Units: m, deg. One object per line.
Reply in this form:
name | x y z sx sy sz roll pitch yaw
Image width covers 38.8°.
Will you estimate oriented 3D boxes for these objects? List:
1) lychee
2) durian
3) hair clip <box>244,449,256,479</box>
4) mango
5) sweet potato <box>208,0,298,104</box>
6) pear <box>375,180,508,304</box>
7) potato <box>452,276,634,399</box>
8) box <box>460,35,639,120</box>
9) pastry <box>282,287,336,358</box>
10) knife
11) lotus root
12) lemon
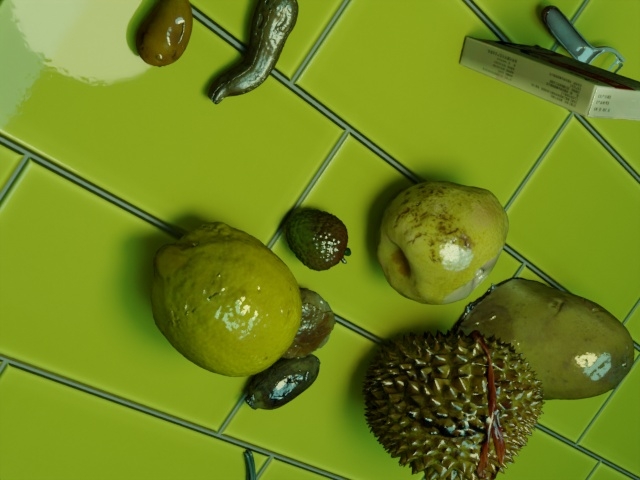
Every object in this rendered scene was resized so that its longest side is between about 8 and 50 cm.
lychee | 0.000 0.000 1.735 0.146 0.114 0.114 34 93 -23
durian | 0.279 0.344 1.920 0.384 0.348 0.347 -17 137 28
hair clip | -0.164 0.553 1.974 0.070 0.039 0.230 0 109 -34
mango | -0.240 -0.332 1.428 0.077 0.063 0.127 22 100 -31
sweet potato | -0.105 -0.323 1.528 0.081 0.062 0.233 27 101 -25
pear | 0.246 0.001 1.811 0.271 0.271 0.271 -16 122 -27
potato | 0.520 0.263 2.101 0.397 0.296 0.290 -17 117 -28
box | 0.455 -0.307 1.715 0.214 0.353 0.069 -2 113 -34
pastry | -0.043 0.167 1.813 0.153 0.081 0.153 -19 127 -26
knife | 0.529 -0.407 1.909 0.278 0.053 0.123 31 100 -40
lotus root | -0.074 0.289 1.857 0.179 0.080 0.089 -29 128 -17
lemon | -0.167 0.105 1.596 0.245 0.245 0.320 -48 124 -3
